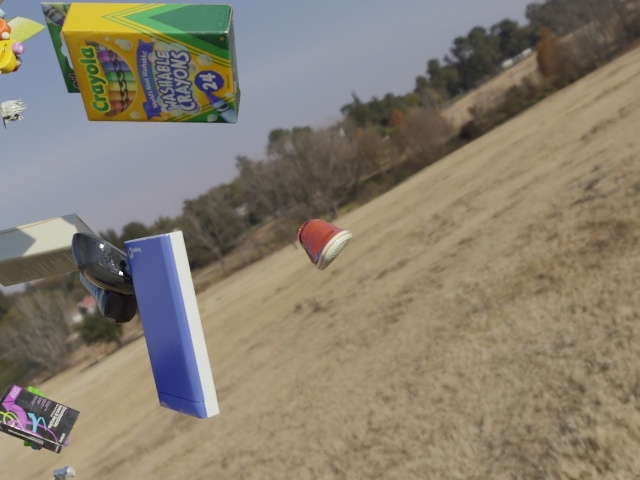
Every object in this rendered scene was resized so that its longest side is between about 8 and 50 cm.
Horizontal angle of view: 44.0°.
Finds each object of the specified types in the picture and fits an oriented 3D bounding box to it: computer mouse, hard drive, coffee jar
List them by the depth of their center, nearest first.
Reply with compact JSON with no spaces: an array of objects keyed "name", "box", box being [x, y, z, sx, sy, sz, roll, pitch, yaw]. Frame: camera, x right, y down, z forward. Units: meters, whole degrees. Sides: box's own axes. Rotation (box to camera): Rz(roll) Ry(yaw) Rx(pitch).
[{"name":"hard drive","box":[-0.271,0.149,1.421,0.040,0.318,0.210,-13,4,-32]},{"name":"computer mouse","box":[-0.390,0.079,1.589,0.072,0.272,0.188,-61,5,-23]},{"name":"coffee jar","box":[-0.462,0.101,1.736,0.079,0.096,0.184,-4,30,-35]}]

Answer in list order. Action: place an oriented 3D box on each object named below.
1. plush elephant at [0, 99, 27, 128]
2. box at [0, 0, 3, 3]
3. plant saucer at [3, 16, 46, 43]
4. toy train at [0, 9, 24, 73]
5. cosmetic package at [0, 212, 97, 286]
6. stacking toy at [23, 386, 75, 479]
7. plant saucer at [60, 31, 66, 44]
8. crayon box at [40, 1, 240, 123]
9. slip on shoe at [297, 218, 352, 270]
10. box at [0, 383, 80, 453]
[{"name":"plush elephant","box":[-0.901,-0.260,1.929,0.330,0.255,0.271,4,-44,-16]},{"name":"box","box":[-0.861,-0.641,1.946,0.169,0.087,0.290,-35,11,25]},{"name":"plant saucer","box":[-0.691,-0.404,1.632,0.188,0.045,0.188,4,41,43]},{"name":"toy train","box":[-0.520,-0.278,1.236,0.166,0.125,0.046,-58,-27,-11]},{"name":"cosmetic package","box":[-0.847,0.032,2.384,0.310,0.113,0.160,-13,-29,5]},{"name":"stacking toy","box":[-0.709,0.505,2.059,0.052,0.221,0.167,-21,46,3]},{"name":"plant saucer","box":[-0.545,-0.419,1.931,0.041,0.277,0.278,-33,4,-2]},{"name":"crayon box","box":[-0.309,-0.304,1.375,0.323,0.083,0.203,1,-38,1]},{"name":"slip on shoe","box":[0.000,0.000,2.004,0.123,0.101,0.331,-49,9,-2]},{"name":"box","box":[-0.603,0.375,1.673,0.029,0.162,0.116,-60,11,24]}]
